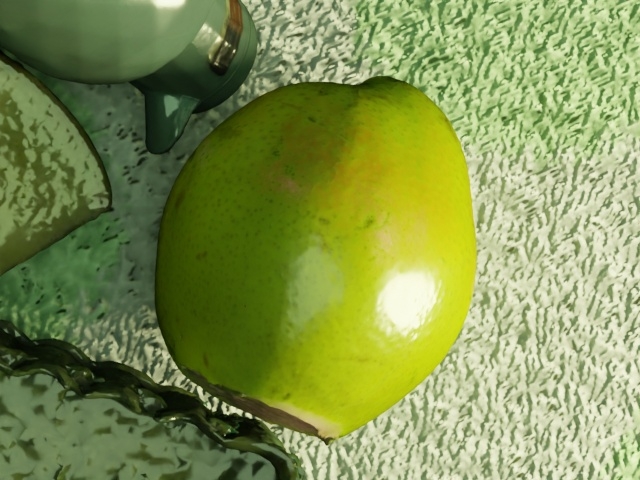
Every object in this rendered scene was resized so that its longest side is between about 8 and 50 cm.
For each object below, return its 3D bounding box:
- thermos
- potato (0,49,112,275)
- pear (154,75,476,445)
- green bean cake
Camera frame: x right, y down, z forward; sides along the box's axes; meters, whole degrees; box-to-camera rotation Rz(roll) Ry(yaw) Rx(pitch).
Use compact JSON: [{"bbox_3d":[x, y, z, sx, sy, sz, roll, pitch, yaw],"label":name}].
[{"bbox_3d":[-0.132,-0.178,0.936,0.286,0.145,0.182,38,62,-53],"label":"thermos"},{"bbox_3d":[-0.253,-0.014,0.979,0.255,0.112,0.269,-7,99,-19],"label":"potato"},{"bbox_3d":[0.000,0.000,1.001,0.187,0.187,0.220,24,77,-13],"label":"pear"},{"bbox_3d":[-0.152,0.193,0.999,0.241,0.132,0.255,17,92,-10],"label":"green bean cake"}]
